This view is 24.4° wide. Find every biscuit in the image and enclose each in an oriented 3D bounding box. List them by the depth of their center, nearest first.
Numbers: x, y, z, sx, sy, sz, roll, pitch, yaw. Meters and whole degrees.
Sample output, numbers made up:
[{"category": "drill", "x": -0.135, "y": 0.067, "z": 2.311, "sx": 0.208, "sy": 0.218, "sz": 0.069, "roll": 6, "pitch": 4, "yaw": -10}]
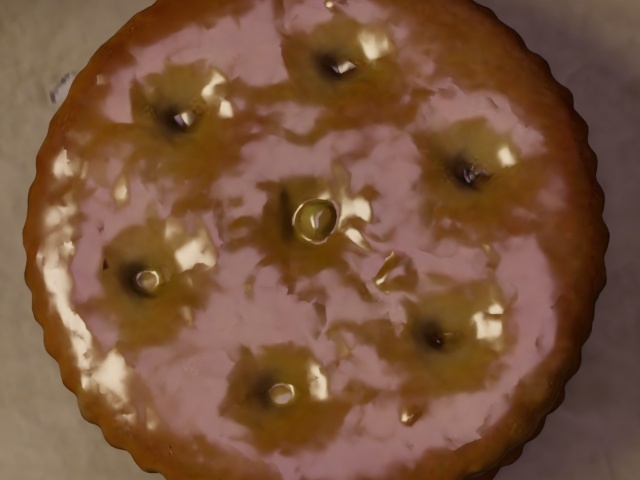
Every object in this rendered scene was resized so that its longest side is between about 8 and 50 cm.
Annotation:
[{"category": "biscuit", "x": 0.000, "y": 0.000, "z": 0.558, "sx": 0.220, "sy": 0.066, "sz": 0.220, "roll": 0, "pitch": 79, "yaw": 2}]
